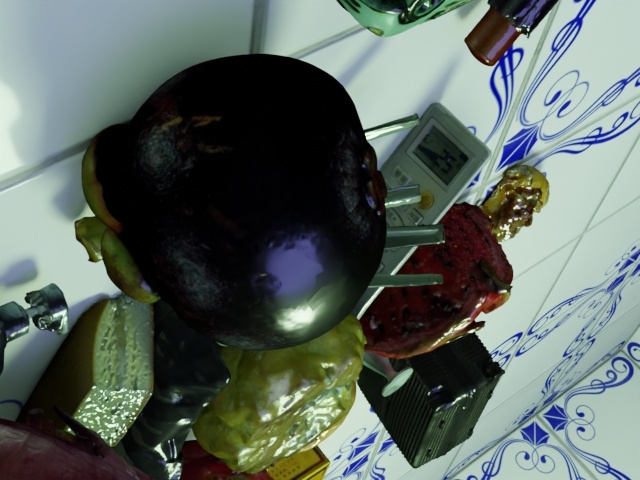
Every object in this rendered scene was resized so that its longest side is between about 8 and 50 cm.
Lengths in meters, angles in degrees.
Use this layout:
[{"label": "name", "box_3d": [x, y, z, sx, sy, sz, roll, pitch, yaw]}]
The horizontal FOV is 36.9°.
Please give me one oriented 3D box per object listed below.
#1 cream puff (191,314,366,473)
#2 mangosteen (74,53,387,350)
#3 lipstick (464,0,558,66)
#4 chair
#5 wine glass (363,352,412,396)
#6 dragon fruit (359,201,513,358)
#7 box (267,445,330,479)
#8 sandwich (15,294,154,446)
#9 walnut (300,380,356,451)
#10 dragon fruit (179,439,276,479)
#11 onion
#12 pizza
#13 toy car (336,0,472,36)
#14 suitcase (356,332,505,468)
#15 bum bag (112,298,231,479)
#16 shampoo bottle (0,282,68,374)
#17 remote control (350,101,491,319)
[{"label": "cream puff", "box_3d": [-0.065, 0.174, 1.289, 0.282, 0.185, 0.282, -33, 152, -20]}, {"label": "mangosteen", "box_3d": [-0.092, -0.027, 0.882, 0.302, 0.275, 0.275, -9, 163, 18]}, {"label": "lipstick", "box_3d": [0.272, -0.326, 1.087, 0.300, 0.081, 0.081, -49, 155, 16]}, {"label": "chair", "box_3d": [0.000, 0.000, 1.111, 0.274, 0.191, 0.203, -12, 153, 3]}, {"label": "wine glass", "box_3d": [0.075, 0.170, 1.529, 0.073, 0.155, 0.073, -37, 155, -21]}, {"label": "dragon fruit", "box_3d": [0.172, 0.016, 1.430, 0.330, 0.302, 0.240, -38, 128, -46]}, {"label": "box", "box_3d": [-0.135, 0.521, 1.886, 0.301, 0.084, 0.193, -27, 152, -30]}, {"label": "sandwich", "box_3d": [-0.272, 0.178, 1.110, 0.094, 0.096, 0.258, 6, 125, -52]}, {"label": "walnut", "box_3d": [-0.040, 0.246, 1.492, 0.206, 0.159, 0.159, -24, 151, -26]}, {"label": "dragon fruit", "box_3d": [-0.210, 0.437, 1.423, 0.371, 0.249, 0.386, -1, 143, -39]}, {"label": "onion", "box_3d": [-0.316, 0.321, 0.956, 0.348, 0.347, 0.285, 85, 14, -61]}, {"label": "pizza", "box_3d": [0.314, -0.040, 1.636, 0.194, 0.069, 0.154, -46, 157, 5]}, {"label": "toy car", "box_3d": [0.114, -0.275, 0.879, 0.306, 0.136, 0.125, -29, 166, -30]}, {"label": "suitcase", "box_3d": [0.179, 0.243, 1.719, 0.152, 0.230, 0.335, -24, 152, -18]}, {"label": "bum bag", "box_3d": [-0.202, 0.207, 1.191, 0.095, 0.144, 0.340, -13, 143, -43]}, {"label": "shampoo bottle", "box_3d": [-0.375, 0.113, 0.872, 0.309, 0.071, 0.098, -27, 149, -34]}, {"label": "remote control", "box_3d": [0.104, -0.031, 1.290, 0.313, 0.109, 0.055, -52, 153, 22]}]
